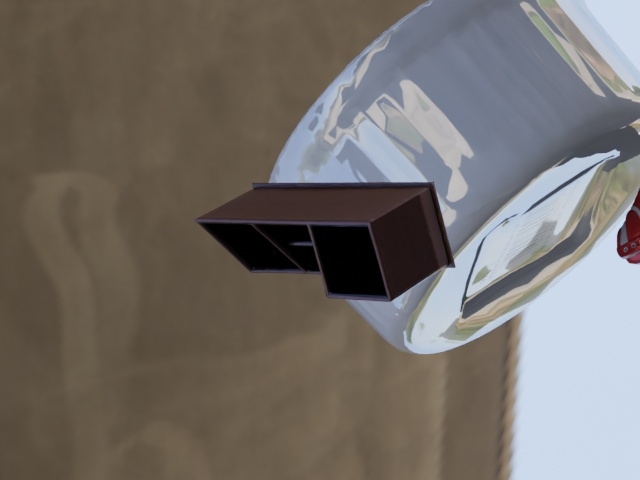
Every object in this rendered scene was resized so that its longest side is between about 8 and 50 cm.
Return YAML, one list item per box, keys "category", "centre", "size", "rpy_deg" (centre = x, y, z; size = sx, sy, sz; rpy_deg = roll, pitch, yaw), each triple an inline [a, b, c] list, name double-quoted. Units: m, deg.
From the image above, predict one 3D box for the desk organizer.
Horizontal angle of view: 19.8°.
- category: "desk organizer"
  centre: [0.000, 0.000, 0.940]
  size: [0.050, 0.130, 0.047]
  rpy_deg: [-30, -68, -41]

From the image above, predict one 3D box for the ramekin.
- category: "ramekin"
  centre: [0.110, -0.047, 1.269]
  size: [0.277, 0.135, 0.277]
  rpy_deg: [-34, -21, -15]

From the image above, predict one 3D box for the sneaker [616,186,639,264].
- category: "sneaker"
  centre: [0.240, 0.001, 1.221]
  size: [0.042, 0.118, 0.067]
  rpy_deg: [20, -74, -27]
